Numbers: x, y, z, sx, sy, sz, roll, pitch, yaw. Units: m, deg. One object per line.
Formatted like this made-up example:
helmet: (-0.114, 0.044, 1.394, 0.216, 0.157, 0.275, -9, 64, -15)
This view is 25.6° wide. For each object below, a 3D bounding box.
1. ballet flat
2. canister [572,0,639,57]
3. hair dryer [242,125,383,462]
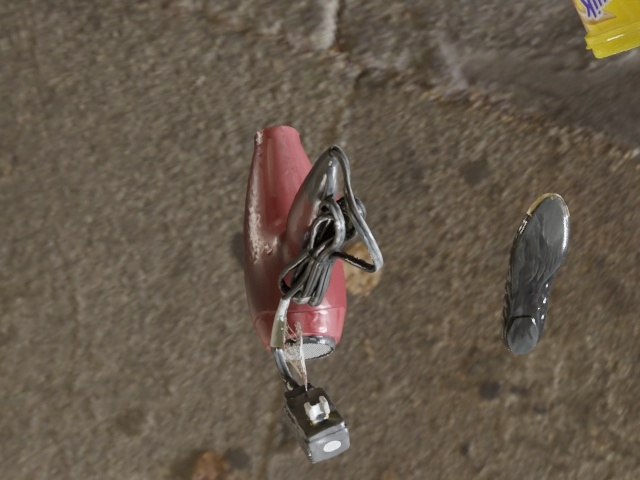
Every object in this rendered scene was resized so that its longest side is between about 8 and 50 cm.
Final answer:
ballet flat: (0.206, 0.031, 1.397, 0.057, 0.049, 0.173, 7, 112, -10)
canister: (0.274, -0.268, 1.310, 0.126, 0.073, 0.170, -14, 107, 53)
hair dryer: (0.000, 0.000, 1.052, 0.080, 0.293, 0.224, 2, 118, -19)
